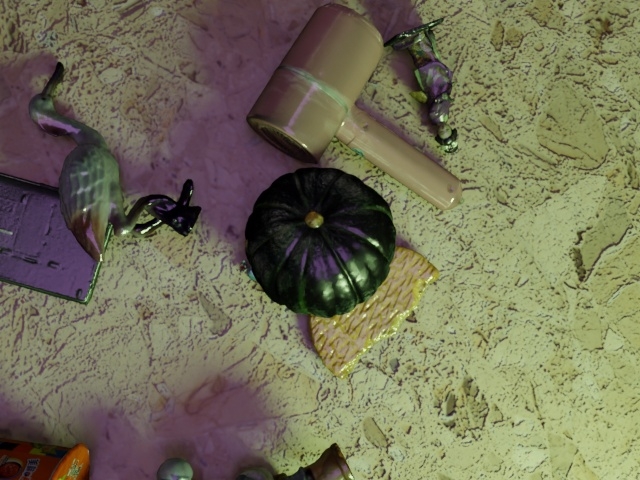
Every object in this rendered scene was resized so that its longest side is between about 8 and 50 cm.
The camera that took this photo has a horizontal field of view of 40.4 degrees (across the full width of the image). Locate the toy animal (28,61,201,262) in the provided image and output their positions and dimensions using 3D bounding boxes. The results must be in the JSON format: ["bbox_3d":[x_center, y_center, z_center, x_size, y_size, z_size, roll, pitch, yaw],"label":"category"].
[{"bbox_3d":[-0.325,-0.095,1.240,0.324,0.090,0.195,41,51,2],"label":"toy animal"}]

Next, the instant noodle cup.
[{"bbox_3d":[-0.436,0.366,1.130,0.192,0.250,0.250,13,84,3],"label":"instant noodle cup"}]

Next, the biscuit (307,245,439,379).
[{"bbox_3d":[0.062,0.090,1.313,0.144,0.033,0.224,41,81,1],"label":"biscuit"}]

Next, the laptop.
[{"bbox_3d":[-0.414,-0.007,1.259,0.207,0.026,0.154,17,83,-6],"label":"laptop"}]

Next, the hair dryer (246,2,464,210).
[{"bbox_3d":[0.088,-0.170,1.309,0.352,0.125,0.210,34,81,-14],"label":"hair dryer"}]

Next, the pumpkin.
[{"bbox_3d":[0.000,0.000,1.233,0.220,0.162,0.221,-3,68,7],"label":"pumpkin"}]

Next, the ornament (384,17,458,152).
[{"bbox_3d":[0.176,-0.234,1.329,0.088,0.081,0.203,-20,89,-8],"label":"ornament"}]

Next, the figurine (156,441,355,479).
[{"bbox_3d":[-0.126,0.405,1.191,0.381,0.186,0.261,-26,83,-4],"label":"figurine"}]

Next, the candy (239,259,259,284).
[{"bbox_3d":[-0.084,0.058,1.302,0.083,0.020,0.030,24,80,-4],"label":"candy"}]
